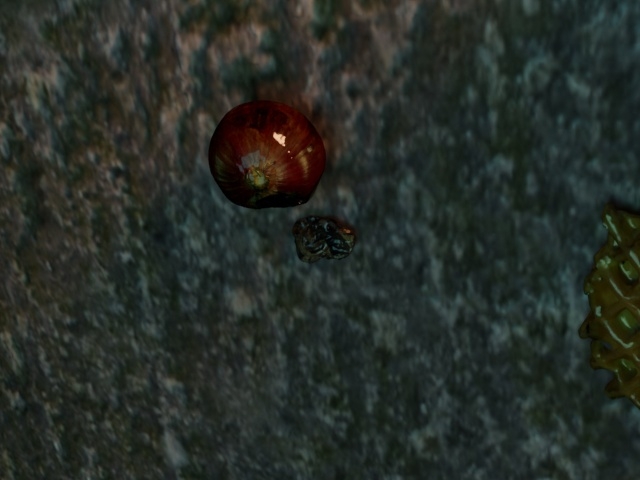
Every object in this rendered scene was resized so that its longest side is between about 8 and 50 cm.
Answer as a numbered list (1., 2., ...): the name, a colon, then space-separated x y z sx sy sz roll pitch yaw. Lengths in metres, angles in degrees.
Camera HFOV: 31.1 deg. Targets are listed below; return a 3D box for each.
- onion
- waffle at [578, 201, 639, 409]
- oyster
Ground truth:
1. onion: -0.055 -0.088 1.148 0.117 0.118 0.119 -16 112 1
2. waffle: 0.357 0.075 1.043 0.245 0.052 0.254 11 123 25
3. oyster: 0.003 0.000 1.218 0.083 0.019 0.054 -7 113 33
